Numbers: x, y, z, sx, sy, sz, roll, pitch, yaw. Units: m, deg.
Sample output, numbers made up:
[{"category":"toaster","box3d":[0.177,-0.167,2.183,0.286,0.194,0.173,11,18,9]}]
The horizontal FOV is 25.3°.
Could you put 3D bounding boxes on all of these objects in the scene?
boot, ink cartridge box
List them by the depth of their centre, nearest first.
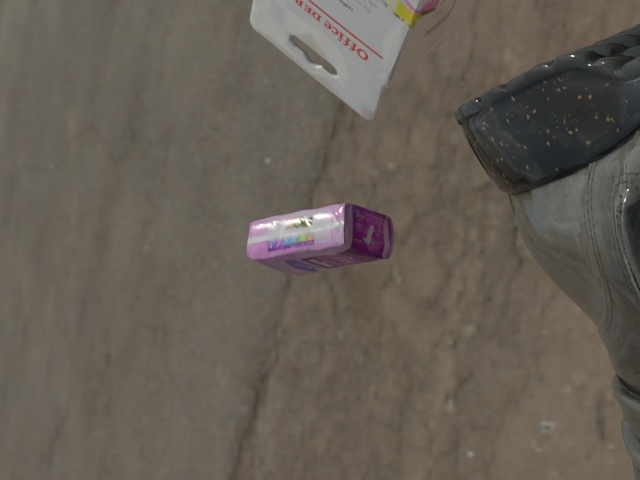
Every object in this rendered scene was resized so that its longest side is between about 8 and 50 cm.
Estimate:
[{"category":"boot","box3d":[0.179,0.014,0.441,0.223,0.118,0.338,67,163,0]},{"category":"ink cartridge box","box3d":[0.032,-0.175,0.857,0.115,0.067,0.198,41,147,12]}]

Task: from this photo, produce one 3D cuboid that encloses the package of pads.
[{"category":"package of pads","box3d":[0.000,0.000,0.897,0.083,0.050,0.032,-11,72,39]}]
